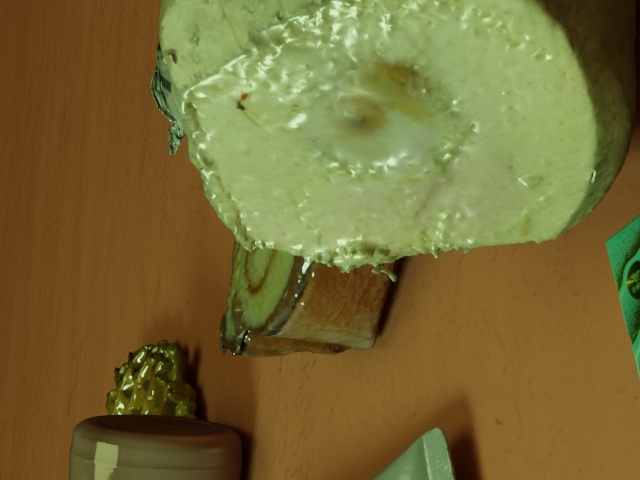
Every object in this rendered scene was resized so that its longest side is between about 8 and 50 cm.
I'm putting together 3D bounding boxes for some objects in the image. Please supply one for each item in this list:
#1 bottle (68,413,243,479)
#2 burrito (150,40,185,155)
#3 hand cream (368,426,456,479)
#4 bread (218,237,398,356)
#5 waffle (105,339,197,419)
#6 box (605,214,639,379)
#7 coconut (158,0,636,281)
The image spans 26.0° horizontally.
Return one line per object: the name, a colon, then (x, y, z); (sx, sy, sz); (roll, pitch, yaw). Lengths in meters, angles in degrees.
bottle: (-0.176, 0.330, 1.400); (0.206, 0.173, 0.297); (-176, 90, -70)
burrito: (-0.104, -0.304, 1.461); (0.139, 0.101, 0.445); (20, 101, 59)
hand cream: (0.018, 0.257, 1.089); (0.314, 0.089, 0.139); (-41, 50, 51)
bread: (-0.004, -0.006, 1.148); (0.190, 0.123, 0.244); (-119, 42, -54)
waffle: (-0.190, 0.233, 1.594); (0.238, 0.059, 0.243); (-37, 54, 54)
box: (0.230, 0.066, 0.719); (0.161, 0.042, 0.226); (-46, 45, 52)
coconut: (0.053, -0.142, 0.860); (0.254, 0.297, 0.297); (-83, 17, -48)
